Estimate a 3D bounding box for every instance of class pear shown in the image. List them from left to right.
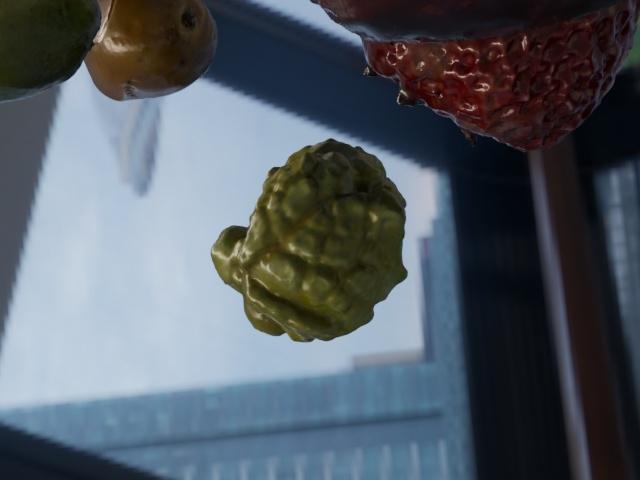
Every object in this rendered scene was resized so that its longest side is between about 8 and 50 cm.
[{"bbox_3d":[-0.357,-0.245,1.831,0.212,0.269,0.212,-50,30,43],"label":"pear"}]

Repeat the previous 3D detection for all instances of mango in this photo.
[{"bbox_3d":[-0.216,-0.237,2.196,0.236,0.166,0.136,-19,59,61],"label":"mango"}]

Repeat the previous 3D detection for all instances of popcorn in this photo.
[{"bbox_3d":[0.000,0.000,2.000,0.195,0.255,0.256,30,-136,-22],"label":"popcorn"}]

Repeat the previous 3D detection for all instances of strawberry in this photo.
[{"bbox_3d":[0.195,-0.251,1.867,0.310,0.292,0.291,116,155,-60],"label":"strawberry"}]

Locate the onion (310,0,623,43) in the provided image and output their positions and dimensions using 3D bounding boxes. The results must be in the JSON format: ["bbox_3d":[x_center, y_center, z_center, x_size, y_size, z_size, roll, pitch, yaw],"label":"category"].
[{"bbox_3d":[0.061,-0.224,0.913,0.216,0.207,0.206,-106,-3,-61],"label":"onion"}]
